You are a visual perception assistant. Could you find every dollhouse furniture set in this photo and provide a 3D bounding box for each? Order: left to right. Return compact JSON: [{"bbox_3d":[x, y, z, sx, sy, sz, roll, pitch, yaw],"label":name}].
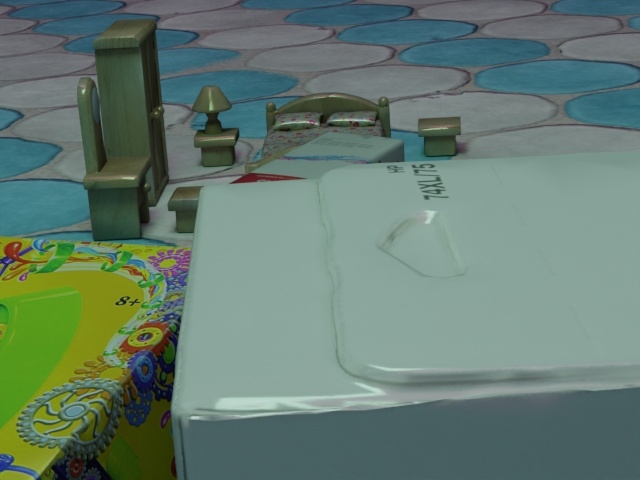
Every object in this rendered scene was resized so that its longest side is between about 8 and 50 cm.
[{"bbox_3d":[-0.036,-0.131,1.451,0.356,0.173,0.303,-3,18,4],"label":"dollhouse furniture set"}]

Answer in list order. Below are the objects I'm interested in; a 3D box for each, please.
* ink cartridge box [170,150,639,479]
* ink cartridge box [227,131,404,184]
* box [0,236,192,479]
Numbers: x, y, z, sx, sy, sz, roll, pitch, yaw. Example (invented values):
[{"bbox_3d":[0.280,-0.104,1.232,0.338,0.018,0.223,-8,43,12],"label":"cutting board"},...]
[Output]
[{"bbox_3d":[0.065,0.126,0.452,0.197,0.270,0.198,-4,18,-1],"label":"ink cartridge box"},{"bbox_3d":[0.000,0.000,1.100,0.072,0.127,0.175,6,20,26],"label":"ink cartridge box"},{"bbox_3d":[-0.199,0.137,0.541,0.290,0.177,0.279,3,30,24],"label":"box"}]
